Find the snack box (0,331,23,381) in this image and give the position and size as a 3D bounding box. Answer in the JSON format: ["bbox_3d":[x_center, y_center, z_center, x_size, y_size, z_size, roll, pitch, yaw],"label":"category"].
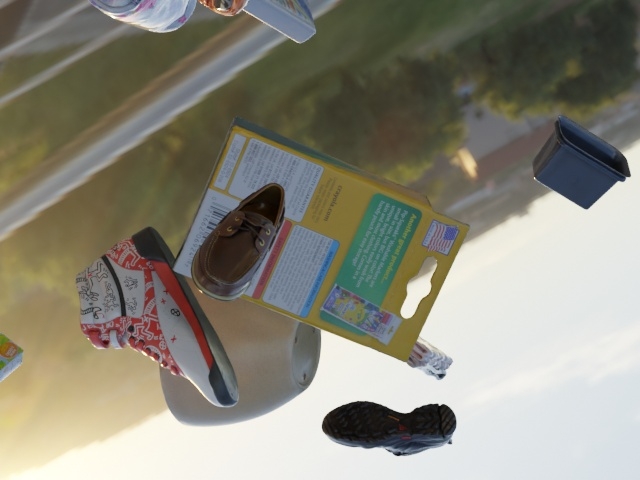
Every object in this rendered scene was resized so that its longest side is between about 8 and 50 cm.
[{"bbox_3d":[-0.467,0.138,1.675,0.100,0.141,0.037,-45,164,-38],"label":"snack box"}]

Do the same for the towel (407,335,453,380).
[{"bbox_3d":[0.083,0.142,2.355,0.053,0.317,0.332,-56,164,0],"label":"towel"}]

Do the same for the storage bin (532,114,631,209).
[{"bbox_3d":[0.395,-0.118,2.025,0.091,0.135,0.098,-51,-163,29],"label":"storage bin"}]

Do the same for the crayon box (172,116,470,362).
[{"bbox_3d":[0.000,0.000,1.667,0.083,0.323,0.203,-95,-152,-76],"label":"crayon box"}]

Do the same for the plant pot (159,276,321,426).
[{"bbox_3d":[-0.108,0.167,2.098,0.191,0.284,0.284,4,-168,20],"label":"plant pot"}]

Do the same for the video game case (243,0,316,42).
[{"bbox_3d":[-0.147,-0.435,1.681,0.036,0.300,0.329,-31,147,27],"label":"video game case"}]

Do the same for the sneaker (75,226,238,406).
[{"bbox_3d":[-0.223,0.128,1.731,0.145,0.270,0.090,-30,166,4],"label":"sneaker"}]

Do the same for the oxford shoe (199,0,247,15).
[{"bbox_3d":[-0.140,-0.401,1.404,0.133,0.363,0.130,-21,160,-24],"label":"oxford shoe"}]

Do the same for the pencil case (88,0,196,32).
[{"bbox_3d":[-0.275,-0.393,2.013,0.124,0.113,0.273,-52,174,6],"label":"pencil case"}]

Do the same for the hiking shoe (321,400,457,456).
[{"bbox_3d":[0.115,0.332,2.214,0.227,0.086,0.114,1,143,4],"label":"hiking shoe"}]

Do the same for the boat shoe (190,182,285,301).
[{"bbox_3d":[-0.079,-0.004,1.323,0.060,0.064,0.178,-60,180,34],"label":"boat shoe"}]
